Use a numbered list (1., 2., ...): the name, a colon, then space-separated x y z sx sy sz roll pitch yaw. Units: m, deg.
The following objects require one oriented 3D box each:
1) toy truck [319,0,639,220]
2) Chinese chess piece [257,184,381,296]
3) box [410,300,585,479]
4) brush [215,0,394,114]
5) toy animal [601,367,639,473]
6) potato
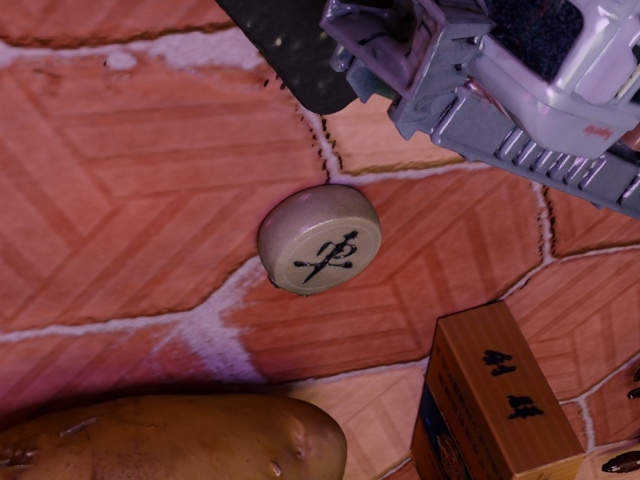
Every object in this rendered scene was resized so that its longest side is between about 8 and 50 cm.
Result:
1. toy truck: 0.149 -0.102 0.611 0.338 0.133 0.184 4 127 -52
2. Chinese chess piece: 0.000 0.000 0.816 0.084 0.034 0.084 -17 145 -12
3. box: 0.142 0.182 1.047 0.070 0.152 0.237 -16 145 -12
4. brush: 0.002 -0.147 0.592 0.123 0.059 0.197 -34 147 8
5. toy animal: 0.402 0.191 1.281 0.260 0.087 0.243 -6 141 -30
6. potato: -0.117 0.181 0.892 0.300 0.140 0.173 -2 180 -33
